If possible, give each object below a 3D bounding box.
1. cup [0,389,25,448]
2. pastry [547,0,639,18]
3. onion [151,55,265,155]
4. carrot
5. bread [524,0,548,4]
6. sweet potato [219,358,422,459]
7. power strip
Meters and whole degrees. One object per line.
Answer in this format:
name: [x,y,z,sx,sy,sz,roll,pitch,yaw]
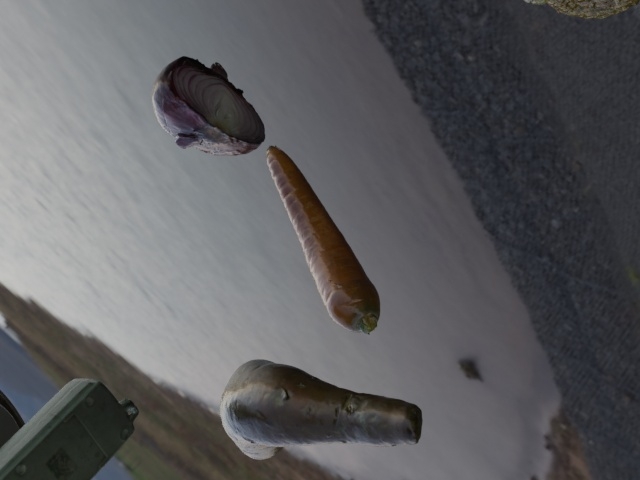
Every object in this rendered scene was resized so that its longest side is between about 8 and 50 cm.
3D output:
cup: [-0.422,0.284,0.880,0.185,0.226,0.241,-116,0,-48]
pastry: [0.533,-0.513,1.591,0.189,0.103,0.188,8,171,1]
onion: [-0.182,-0.196,1.240,0.098,0.151,0.206,-29,138,28]
carrot: [0.000,0.000,0.937,0.062,0.066,0.271,-54,47,35]
bread: [0.276,-0.554,1.435,0.367,0.077,0.084,46,-165,5]
sweet potato: [-0.031,0.150,0.725,0.109,0.079,0.346,25,158,-17]
power strip: [-0.278,0.234,0.741,0.052,0.272,0.078,-4,123,43]
